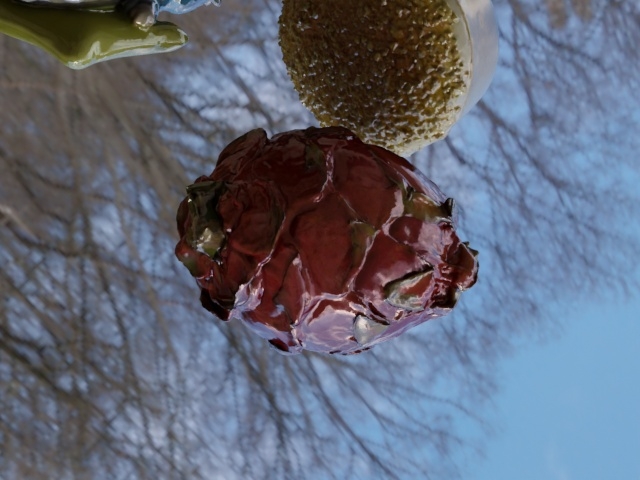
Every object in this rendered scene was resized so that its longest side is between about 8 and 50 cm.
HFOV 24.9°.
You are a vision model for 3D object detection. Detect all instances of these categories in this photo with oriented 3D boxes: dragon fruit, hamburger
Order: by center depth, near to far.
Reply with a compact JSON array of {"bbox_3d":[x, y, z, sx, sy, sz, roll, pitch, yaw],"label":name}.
[{"bbox_3d":[0.000,0.000,1.665,0.277,0.343,0.277,-169,-90,-67],"label":"dragon fruit"},{"bbox_3d":[0.082,-0.247,1.814,0.302,0.302,0.170,22,-139,37],"label":"hamburger"}]

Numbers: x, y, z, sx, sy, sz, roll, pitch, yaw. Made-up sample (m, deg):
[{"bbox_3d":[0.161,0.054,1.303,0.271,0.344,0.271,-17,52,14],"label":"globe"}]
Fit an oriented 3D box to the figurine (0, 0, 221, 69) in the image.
[{"bbox_3d":[-0.226,-0.416,1.611,0.266,0.377,0.361,22,-153,17],"label":"figurine"}]
